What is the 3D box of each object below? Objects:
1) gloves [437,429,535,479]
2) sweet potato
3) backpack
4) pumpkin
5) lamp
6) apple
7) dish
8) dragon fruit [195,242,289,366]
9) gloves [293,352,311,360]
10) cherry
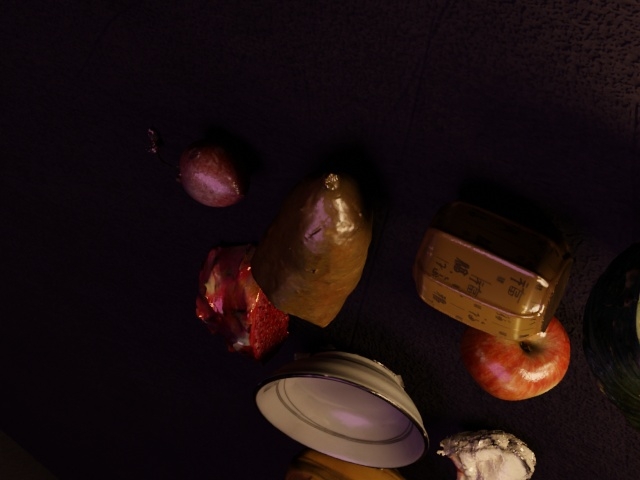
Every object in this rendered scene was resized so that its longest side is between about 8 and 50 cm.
[{"bbox_3d":[0.279,0.351,2.093,0.153,0.070,0.114,-9,120,42],"label":"gloves"},{"bbox_3d":[0.000,0.000,1.818,0.157,0.158,0.370,34,143,4],"label":"sweet potato"},{"bbox_3d":[0.092,0.522,2.388,0.353,0.201,0.378,23,150,23],"label":"backpack"},{"bbox_3d":[0.429,0.127,1.443,0.293,0.263,0.197,42,153,-5],"label":"pumpkin"},{"bbox_3d":[0.222,0.037,1.631,0.185,0.161,0.161,23,148,16],"label":"lamp"},{"bbox_3d":[0.266,0.149,1.758,0.146,0.146,0.131,38,159,-5],"label":"apple"},{"bbox_3d":[0.045,0.269,2.150,0.316,0.106,0.316,15,147,10],"label":"dish"},{"bbox_3d":[-0.151,0.117,2.139,0.161,0.126,0.274,23,147,20],"label":"dragon fruit"},{"bbox_3d":[-0.010,0.219,2.230,0.081,0.037,0.044,24,132,-12],"label":"gloves"},{"bbox_3d":[-0.193,-0.118,1.901,0.225,0.090,0.107,29,162,29],"label":"cherry"}]
